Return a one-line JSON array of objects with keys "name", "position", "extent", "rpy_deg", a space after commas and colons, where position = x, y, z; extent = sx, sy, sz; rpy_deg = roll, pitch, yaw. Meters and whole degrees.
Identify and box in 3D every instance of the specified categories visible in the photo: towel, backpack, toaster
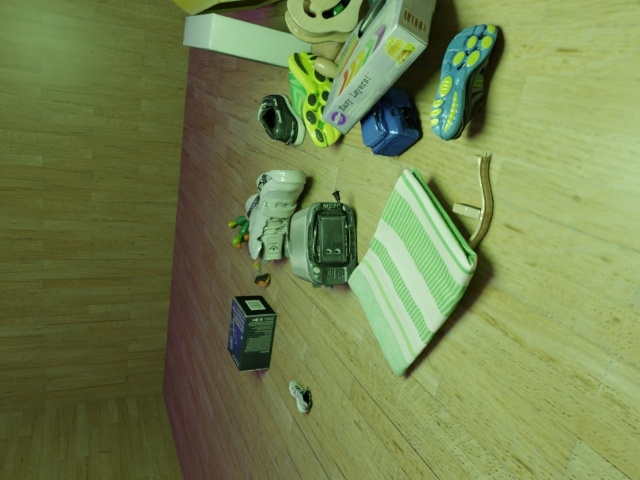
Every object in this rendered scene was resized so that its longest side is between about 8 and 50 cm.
[{"name": "towel", "position": [0.153, 0.064, 0.879], "extent": [0.248, 0.038, 0.325], "rpy_deg": [65, 147, 37]}, {"name": "backpack", "position": [0.127, -0.238, 0.915], "extent": [0.098, 0.101, 0.120], "rpy_deg": [-28, 63, 52]}, {"name": "toaster", "position": [0.000, 0.000, 1.125], "extent": [0.146, 0.129, 0.227], "rpy_deg": [171, 97, -65]}]

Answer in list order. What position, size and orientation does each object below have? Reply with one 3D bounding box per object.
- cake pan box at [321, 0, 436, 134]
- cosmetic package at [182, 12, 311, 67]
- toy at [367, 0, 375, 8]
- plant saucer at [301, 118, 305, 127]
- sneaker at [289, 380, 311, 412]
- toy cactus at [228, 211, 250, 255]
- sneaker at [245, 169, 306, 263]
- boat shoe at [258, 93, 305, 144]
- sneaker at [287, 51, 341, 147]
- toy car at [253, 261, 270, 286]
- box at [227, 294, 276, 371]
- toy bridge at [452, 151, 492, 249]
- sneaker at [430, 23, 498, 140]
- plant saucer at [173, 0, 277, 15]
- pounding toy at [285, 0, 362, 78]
[{"name": "cake pan box", "position": [0.111, -0.365, 0.872], "extent": [0.245, 0.070, 0.267], "rpy_deg": [-36, 32, 52]}, {"name": "cosmetic package", "position": [-0.231, -0.590, 1.416], "extent": [0.377, 0.284, 0.098], "rpy_deg": [40, 125, 55]}, {"name": "toy", "position": [0.143, -0.540, 0.937], "extent": [0.237, 0.056, 0.137], "rpy_deg": [-46, 48, 53]}, {"name": "plant saucer", "position": [-0.049, -0.355, 1.312], "extent": [0.083, 0.015, 0.083], "rpy_deg": [-16, -90, -84]}, {"name": "sneaker", "position": [-0.050, 0.419, 1.315], "extent": [0.098, 0.038, 0.069], "rpy_deg": [56, 136, 34]}, {"name": "toy cactus", "position": [-0.246, -0.048, 1.663], "extent": [0.181, 0.112, 0.219], "rpy_deg": [-64, 30, 8]}, {"name": "sneaker", "position": [-0.123, -0.059, 1.365], "extent": [0.366, 0.137, 0.210], "rpy_deg": [146, 120, -64]}, {"name": "boat shoe", "position": [-0.140, -0.380, 1.442], "extent": [0.302, 0.091, 0.114], "rpy_deg": [49, 131, 52]}, {"name": "sneaker", "position": [-0.011, -0.348, 1.208], "extent": [0.123, 0.109, 0.296], "rpy_deg": [97, 160, -61]}, {"name": "toy car", "position": [-0.194, 0.114, 1.618], "extent": [0.040, 0.060, 0.122], "rpy_deg": [56, -167, -33]}, {"name": "box", "position": [-0.233, 0.308, 1.591], "extent": [0.153, 0.108, 0.207], "rpy_deg": [35, 119, 57]}, {"name": "toy bridge", "position": [0.244, -0.047, 0.762], "extent": [0.063, 0.026, 0.188], "rpy_deg": [32, 117, 57]}, {"name": "sneaker", "position": [0.227, -0.249, 0.751], "extent": [0.067, 0.078, 0.188], "rpy_deg": [22, 96, 31]}, {"name": "plant saucer", "position": [-0.241, -0.731, 1.396], "extent": [0.332, 0.332, 0.081], "rpy_deg": [23, 129, 54]}, {"name": "pounding toy", "position": [0.004, -0.514, 1.069], "extent": [0.155, 0.154, 0.270], "rpy_deg": [-156, 82, -81]}]
